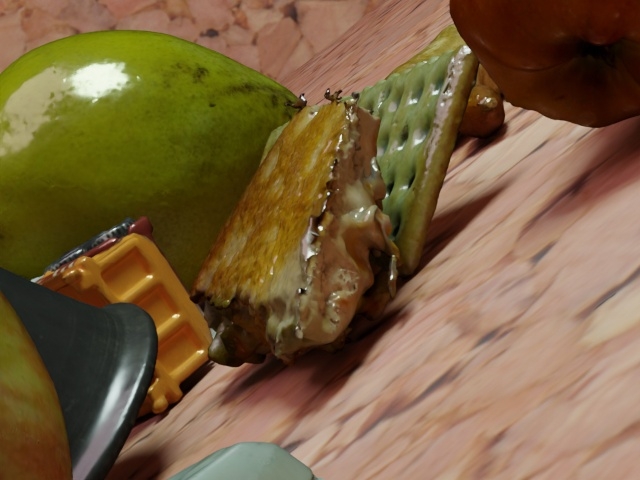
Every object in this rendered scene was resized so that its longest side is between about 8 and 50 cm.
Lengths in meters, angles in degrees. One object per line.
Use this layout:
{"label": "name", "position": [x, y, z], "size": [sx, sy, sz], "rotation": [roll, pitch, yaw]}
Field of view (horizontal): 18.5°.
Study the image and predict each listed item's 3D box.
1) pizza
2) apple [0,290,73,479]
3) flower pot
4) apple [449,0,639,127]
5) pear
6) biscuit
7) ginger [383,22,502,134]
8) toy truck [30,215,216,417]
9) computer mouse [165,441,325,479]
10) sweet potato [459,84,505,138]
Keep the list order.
{"label": "pizza", "position": [0.000, 0.000, 0.984], "size": [0.147, 0.069, 0.226], "rotation": [-64, 15, -9]}
{"label": "apple", "position": [-0.231, 0.106, 0.794], "size": [0.264, 0.264, 0.264], "rotation": [-37, 8, 6]}
{"label": "flower pot", "position": [-0.212, 0.086, 1.013], "size": [0.235, 0.148, 0.235], "rotation": [-41, 21, 19]}
{"label": "apple", "position": [0.140, -0.134, 0.903], "size": [0.147, 0.156, 0.158], "rotation": [-34, 37, 31]}
{"label": "pear", "position": [-0.133, -0.045, 1.393], "size": [0.269, 0.212, 0.212], "rotation": [-14, -1, -21]}
{"label": "biscuit", "position": [0.009, -0.028, 1.098], "size": [0.231, 0.016, 0.139], "rotation": [-17, 52, 61]}
{"label": "ginger", "position": [0.059, -0.084, 1.282], "size": [0.299, 0.065, 0.118], "rotation": [-43, 14, -34]}
{"label": "toy truck", "position": [-0.172, 0.078, 1.242], "size": [0.270, 0.114, 0.135], "rotation": [-27, 8, 46]}
{"label": "computer mouse", "position": [-0.088, 0.148, 0.482], "size": [0.159, 0.097, 0.288], "rotation": [-36, -3, 30]}
{"label": "sweet potato", "position": [0.096, -0.078, 1.200], "size": [0.034, 0.034, 0.095], "rotation": [-38, -2, 2]}
